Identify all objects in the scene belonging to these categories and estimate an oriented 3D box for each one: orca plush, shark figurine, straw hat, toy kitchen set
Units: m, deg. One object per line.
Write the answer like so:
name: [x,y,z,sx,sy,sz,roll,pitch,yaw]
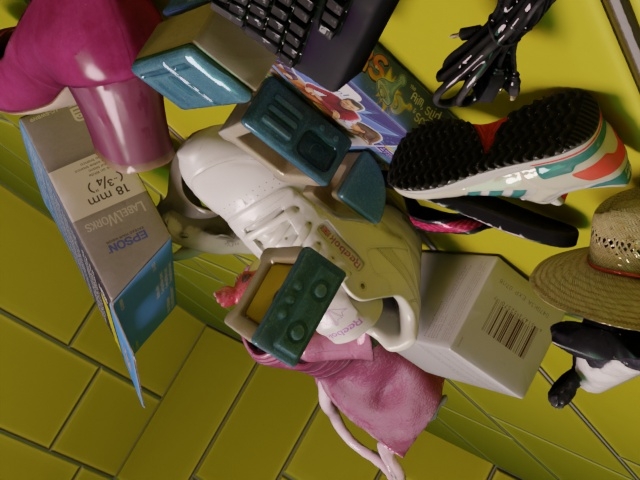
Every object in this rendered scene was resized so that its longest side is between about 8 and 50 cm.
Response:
orca plush: [0.210,0.052,0.673,0.287,0.151,0.102,5,-123,-60]
shark figurine: [-0.176,-0.048,1.215,0.166,0.116,0.278,-9,164,15]
straw hat: [0.203,0.000,0.571,0.144,0.144,0.061,17,120,46]
toy kitchen set: [-0.054,-0.030,0.639,0.207,0.166,0.122,36,167,-26]

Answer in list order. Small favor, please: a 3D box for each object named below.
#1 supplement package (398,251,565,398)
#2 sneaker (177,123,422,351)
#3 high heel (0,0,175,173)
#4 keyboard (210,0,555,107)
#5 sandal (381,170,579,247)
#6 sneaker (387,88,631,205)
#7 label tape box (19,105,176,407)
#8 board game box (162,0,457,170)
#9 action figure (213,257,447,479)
supplement package: [0.143,0.082,0.949,0.105,0.105,0.179,34,167,-22]
sneaker: [0.000,0.000,0.828,0.114,0.152,0.305,-31,134,31]
high heel: [-0.240,-0.200,0.834,0.377,0.127,0.181,28,136,45]
keyboard: [0.029,-0.144,0.404,0.201,0.033,0.317,30,162,-1]
sandal: [0.111,-0.018,0.719,0.179,0.040,0.067,23,-160,24]
sneaker: [0.116,-0.042,0.575,0.161,0.057,0.075,-10,144,45]
label tape box: [-0.254,0.017,1.162,0.334,0.105,0.241,59,162,17]
board game box: [-0.001,-0.117,0.652,0.201,0.035,0.136,37,166,-31]
action figure: [-0.009,0.123,1.146,0.248,0.276,0.370,27,-177,43]
